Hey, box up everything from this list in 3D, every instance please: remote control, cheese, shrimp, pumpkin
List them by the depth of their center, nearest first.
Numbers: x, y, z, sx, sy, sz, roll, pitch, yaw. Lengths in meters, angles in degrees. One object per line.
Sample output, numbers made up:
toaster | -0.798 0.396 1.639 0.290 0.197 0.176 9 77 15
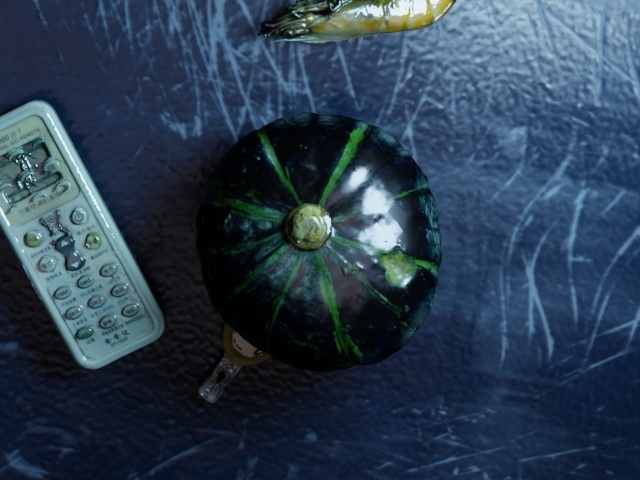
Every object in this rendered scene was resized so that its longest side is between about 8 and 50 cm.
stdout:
pumpkin | 0.000 0.000 1.777 0.315 0.238 0.315 0 89 8
shrimp | 0.037 -0.339 1.815 0.262 0.051 0.198 -13 97 -4
remote control | -0.315 -0.006 1.854 0.128 0.065 0.335 -25 104 4
cheese | -0.101 0.138 1.919 0.086 0.036 0.162 36 98 -10
